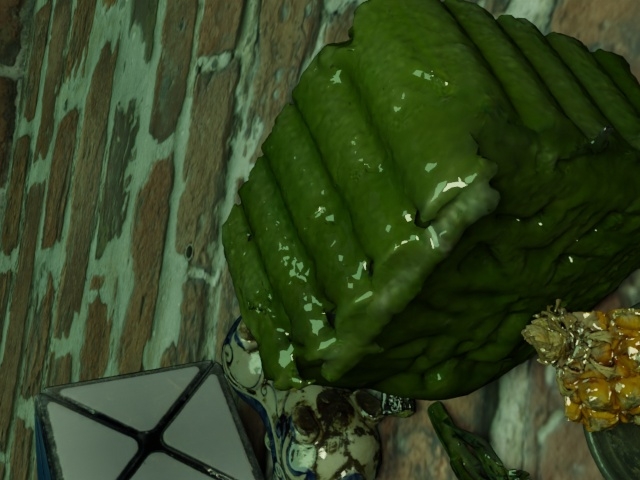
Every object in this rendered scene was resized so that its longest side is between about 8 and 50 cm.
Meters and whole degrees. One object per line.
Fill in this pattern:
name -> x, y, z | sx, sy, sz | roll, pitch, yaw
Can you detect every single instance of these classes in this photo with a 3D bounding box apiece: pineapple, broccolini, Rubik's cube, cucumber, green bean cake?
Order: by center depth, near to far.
pineapple -> 0.187, 0.071, 0.579 | 0.114, 0.114, 0.077 | -52, 23, 30
green bean cake -> 0.118, -0.014, 0.689 | 0.335, 0.319, 0.218 | -52, 46, 40
broccolini -> 0.145, 0.230, 0.803 | 0.203, 0.068, 0.091 | 40, 133, 53
cucumber -> 0.086, 0.117, 0.944 | 0.039, 0.043, 0.163 | 69, -159, -71
Rubik's cube -> -0.226, 0.338, 1.099 | 0.259, 0.255, 0.260 | 107, 146, -40

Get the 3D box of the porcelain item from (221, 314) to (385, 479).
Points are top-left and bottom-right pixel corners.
porcelain item -> -0.025, 0.208, 1.014 | 0.288, 0.138, 0.186 | 57, 144, 40

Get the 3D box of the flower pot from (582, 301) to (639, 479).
flower pot -> 0.283, 0.120, 0.596 | 0.157, 0.107, 0.157 | -21, 65, 55
